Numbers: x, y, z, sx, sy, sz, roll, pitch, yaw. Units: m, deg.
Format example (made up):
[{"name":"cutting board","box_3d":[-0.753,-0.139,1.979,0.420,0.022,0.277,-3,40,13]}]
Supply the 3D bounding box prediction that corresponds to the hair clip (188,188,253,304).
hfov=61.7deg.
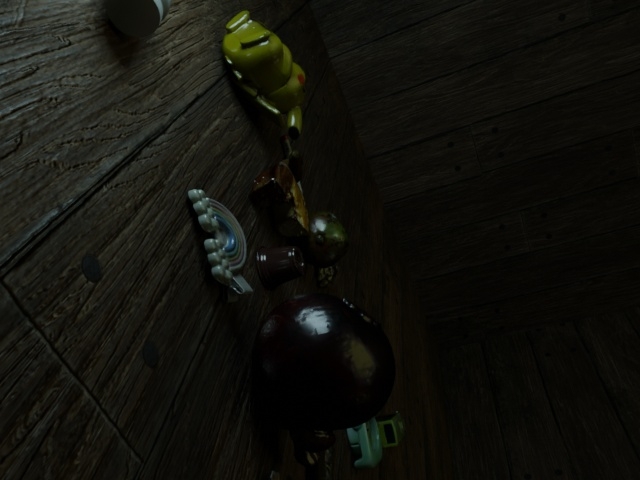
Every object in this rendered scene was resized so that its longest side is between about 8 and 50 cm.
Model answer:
[{"name":"hair clip","box_3d":[-0.189,0.012,1.034,0.140,0.054,0.220,4,67,-66]}]

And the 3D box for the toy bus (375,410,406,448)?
[{"name":"toy bus","box_3d":[0.211,0.601,1.694,0.175,0.101,0.088,28,48,-70]}]

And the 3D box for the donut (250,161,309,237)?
[{"name":"donut","box_3d":[-0.102,-0.105,1.359,0.141,0.085,0.217,-91,159,-44]}]

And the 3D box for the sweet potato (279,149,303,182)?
[{"name":"sweet potato","box_3d":[-0.082,-0.189,1.455,0.269,0.074,0.075,163,-90,-80]}]

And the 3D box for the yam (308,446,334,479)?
[{"name":"yam","box_3d":[0.005,0.465,1.210,0.274,0.061,0.061,-89,157,-48]}]

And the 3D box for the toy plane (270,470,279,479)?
[{"name":"toy plane","box_3d":[-0.074,0.505,0.927,0.078,0.053,0.197,56,24,-68]}]

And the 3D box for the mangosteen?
[{"name":"mangosteen","box_3d":[-0.005,0.247,1.049,0.297,0.293,0.297,40,19,-17]}]

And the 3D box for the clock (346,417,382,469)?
[{"name":"clock","box_3d":[0.121,0.541,1.519,0.148,0.060,0.189,29,46,-67]}]

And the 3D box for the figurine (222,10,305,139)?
[{"name":"figurine","box_3d":[-0.133,-0.428,1.417,0.326,0.169,0.218,41,13,-52]}]

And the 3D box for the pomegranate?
[{"name":"pomegranate","box_3d":[0.000,0.000,1.507,0.205,0.159,0.160,155,-81,-81]}]

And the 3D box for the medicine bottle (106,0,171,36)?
[{"name":"medicine bottle","box_3d":[-0.314,-0.447,0.949,0.103,0.102,0.187,57,23,-45]}]

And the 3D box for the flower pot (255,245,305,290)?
[{"name":"flower pot","box_3d":[-0.087,0.054,1.243,0.111,0.089,0.112,-16,90,-74]}]

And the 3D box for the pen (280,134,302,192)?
[{"name":"pen","box_3d":[-0.084,-0.216,1.638,0.026,0.026,0.218,-3,77,-74]}]

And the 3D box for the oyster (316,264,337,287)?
[{"name":"oyster","box_3d":[0.021,0.093,1.643,0.103,0.051,0.148,53,35,-35]}]

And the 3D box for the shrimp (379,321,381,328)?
[{"name":"shrimp","box_3d":[0.133,0.347,1.598,0.221,0.165,0.411,-54,126,-36]}]
